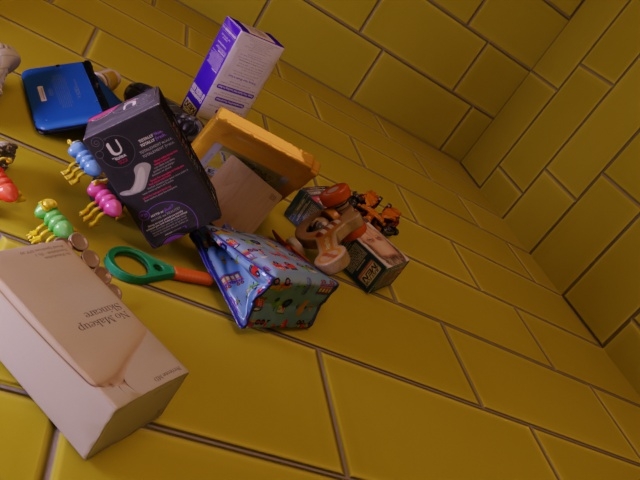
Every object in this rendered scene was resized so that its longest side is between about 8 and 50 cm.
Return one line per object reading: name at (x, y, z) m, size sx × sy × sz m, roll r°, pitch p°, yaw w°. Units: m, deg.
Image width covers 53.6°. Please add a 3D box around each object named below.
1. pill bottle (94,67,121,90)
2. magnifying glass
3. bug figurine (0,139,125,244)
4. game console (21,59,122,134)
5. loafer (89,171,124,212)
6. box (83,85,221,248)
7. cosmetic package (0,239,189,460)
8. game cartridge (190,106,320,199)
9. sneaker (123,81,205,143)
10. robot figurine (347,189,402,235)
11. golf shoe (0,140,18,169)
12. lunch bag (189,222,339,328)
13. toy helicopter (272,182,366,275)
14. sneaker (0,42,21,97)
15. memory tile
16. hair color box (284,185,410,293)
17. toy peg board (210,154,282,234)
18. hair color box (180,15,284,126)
pill bottle at (-0.612, -0.453, 1.798) m, size 0.065 × 0.065 × 0.116 m, roll 33°, pitch 24°, yaw -5°
magnifying glass at (-0.319, 0.061, 1.271) m, size 0.231 × 0.026 × 0.092 m, roll 13°, pitch 31°, yaw -38°
bug figurine at (-0.493, -0.098, 1.206) m, size 0.216 × 0.072 × 0.279 m, roll 46°, pitch 37°, yaw 8°
game console at (-0.591, -0.311, 1.606) m, size 0.250 × 0.173 × 0.293 m, roll -15°, pitch 46°, yaw -21°
loafer at (-0.457, -0.134, 1.381) m, size 0.076 × 0.078 × 0.223 m, roll 20°, pitch 28°, yaw -30°
box at (-0.337, -0.148, 1.297) m, size 0.143 × 0.165 × 0.270 m, roll -118°, pitch -177°, yaw -59°
cosmetic package at (-0.364, 0.147, 0.932) m, size 0.309 × 0.113 × 0.160 m, roll 40°, pitch 24°, yaw 14°
game cartridge at (-0.187, -0.193, 1.615) m, size 0.285 × 0.323 × 0.053 m, roll 26°, pitch 67°, yaw -20°
sneaker at (-0.449, -0.357, 1.834) m, size 0.267 × 0.101 × 0.106 m, roll 35°, pitch 1°, yaw 1°
robot figurine at (0.181, -0.085, 2.142) m, size 0.211 × 0.085 × 0.291 m, roll 38°, pitch 23°, yaw 6°
golf shoe at (-0.653, -0.165, 1.200) m, size 0.086 × 0.069 × 0.176 m, roll 30°, pitch 22°, yaw 3°
lunch bag at (-0.142, 0.050, 1.396) m, size 0.221 × 0.138 × 0.293 m, roll 10°, pitch 29°, yaw -51°
toy helicopter at (0.000, 0.000, 1.575) m, size 0.355 × 0.234 × 0.140 m, roll -101°, pitch 167°, yaw -68°
sneaker at (-0.744, -0.348, 1.390) m, size 0.118 × 0.110 × 0.292 m, roll 39°, pitch 30°, yaw -11°
memory tile at (-0.417, 0.058, 1.100) m, size 0.148 × 0.012 × 0.113 m, roll 56°, pitch 28°, yaw 1°
hair color box at (0.078, -0.011, 1.837) m, size 0.347 × 0.105 × 0.174 m, roll 44°, pitch 25°, yaw 18°
toy peg board at (-0.208, -0.097, 1.573) m, size 0.160 × 0.161 × 0.079 m, roll 40°, pitch -4°, yaw -6°
hair color box at (-0.282, -0.512, 2.007) m, size 0.185 × 0.339 × 0.110 m, roll 7°, pitch 34°, yaw -48°
